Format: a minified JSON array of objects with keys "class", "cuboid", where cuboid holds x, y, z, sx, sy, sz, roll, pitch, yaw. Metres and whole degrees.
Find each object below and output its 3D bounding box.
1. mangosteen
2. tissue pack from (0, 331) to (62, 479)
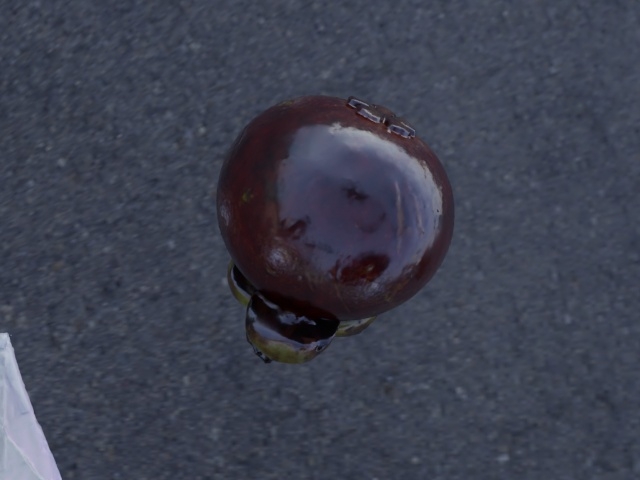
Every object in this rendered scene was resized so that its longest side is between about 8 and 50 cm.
[{"class":"mangosteen","cuboid":[0.000,0.000,1.283,0.215,0.215,0.257,17,105,-29]},{"class":"tissue pack","cuboid":[-0.278,0.145,0.776,0.185,0.225,0.124,-16,84,-44]}]
